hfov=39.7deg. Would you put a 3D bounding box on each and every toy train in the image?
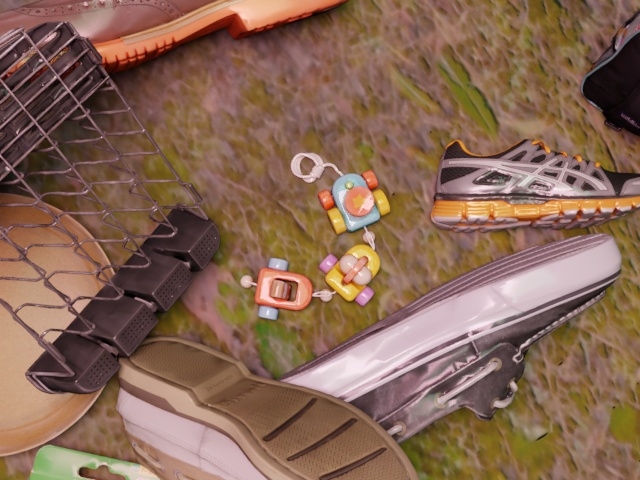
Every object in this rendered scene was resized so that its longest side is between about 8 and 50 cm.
[{"bbox_3d":[0.000,0.000,0.828,0.125,0.046,0.166,15,82,-2],"label":"toy train"}]

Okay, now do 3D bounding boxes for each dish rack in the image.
[{"bbox_3d":[-0.205,-0.024,0.705,0.208,0.074,0.271,-53,130,-28],"label":"dish rack"}]

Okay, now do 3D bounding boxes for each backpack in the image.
[{"bbox_3d":[0.346,-0.153,0.789,0.166,0.188,0.144,44,88,7],"label":"backpack"}]

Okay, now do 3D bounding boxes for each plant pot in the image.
[{"bbox_3d":[-0.296,0.075,0.808,0.236,0.032,0.236,0,83,-3],"label":"plant pot"}]

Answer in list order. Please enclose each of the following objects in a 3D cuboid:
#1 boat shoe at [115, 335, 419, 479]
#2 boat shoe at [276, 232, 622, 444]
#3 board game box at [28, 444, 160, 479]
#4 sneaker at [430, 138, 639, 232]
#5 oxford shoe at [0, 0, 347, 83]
[{"bbox_3d":[-0.049,0.178,0.725,0.302,0.113,0.103,22,115,37],"label":"boat shoe"},{"bbox_3d":[0.124,0.105,0.799,0.335,0.121,0.119,-27,92,5],"label":"boat shoe"},{"bbox_3d":[-0.217,0.318,0.780,0.124,0.039,0.260,13,85,-2],"label":"board game box"},{"bbox_3d":[0.210,-0.055,0.831,0.214,0.084,0.083,-1,78,-3],"label":"sneaker"},{"bbox_3d":[-0.158,-0.227,0.788,0.363,0.130,0.133,-20,103,-19],"label":"oxford shoe"}]
